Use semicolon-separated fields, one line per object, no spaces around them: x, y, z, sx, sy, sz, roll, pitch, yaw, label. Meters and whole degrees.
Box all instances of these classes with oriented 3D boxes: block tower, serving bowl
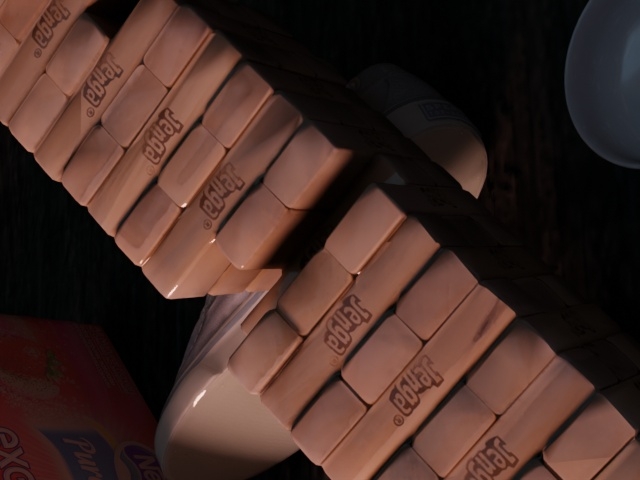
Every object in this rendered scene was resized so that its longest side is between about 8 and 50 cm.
0.000;0.000;0.459;0.335;0.091;0.097;46;110;20;block tower
0.131;-0.065;0.449;0.083;0.027;0.083;-12;73;48;serving bowl

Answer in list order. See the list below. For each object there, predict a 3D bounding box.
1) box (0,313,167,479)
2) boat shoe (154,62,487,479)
-0.151;0.185;0.647;0.300;0.142;0.154;49;120;43;box
-0.010;0.018;0.572;0.227;0.079;0.081;-55;39;20;boat shoe
